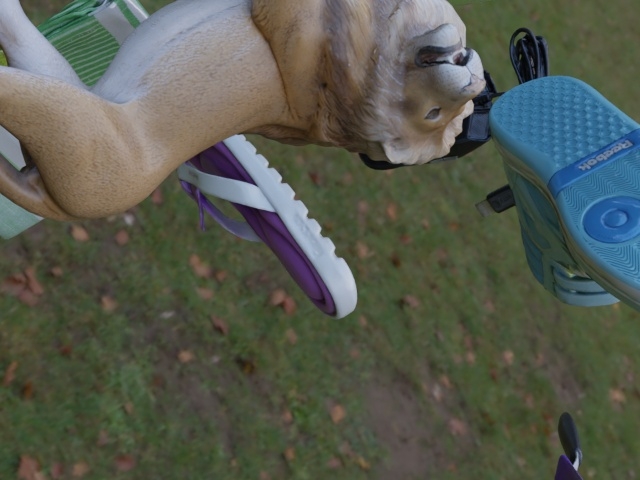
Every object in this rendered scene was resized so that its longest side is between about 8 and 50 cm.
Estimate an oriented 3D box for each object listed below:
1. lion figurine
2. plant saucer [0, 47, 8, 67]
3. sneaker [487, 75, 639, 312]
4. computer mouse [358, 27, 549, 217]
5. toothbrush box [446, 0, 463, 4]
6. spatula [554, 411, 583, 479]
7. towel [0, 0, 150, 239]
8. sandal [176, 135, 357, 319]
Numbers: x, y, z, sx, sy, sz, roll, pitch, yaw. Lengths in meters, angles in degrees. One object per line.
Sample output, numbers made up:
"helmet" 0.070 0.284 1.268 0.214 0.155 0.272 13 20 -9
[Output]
"lion figurine" -0.085 -0.106 0.766 0.142 0.392 0.240 46 -23 58
"plant saucer" -0.342 -0.132 0.968 0.188 0.188 0.045 -15 108 -36
"sneaker" 0.262 0.007 1.026 0.319 0.127 0.208 -112 180 -53
"computer mouse" 0.160 -0.105 1.306 0.060 0.262 0.184 10 65 -50
"toothbrush box" 0.195 -0.366 1.472 0.283 0.206 0.122 -24 107 -66
"spatula" 0.275 0.251 1.302 0.296 0.030 0.084 -42 139 -73
"towel" -0.298 -0.135 1.337 0.248 0.325 0.038 49 15 -50
"sandal" -0.112 -0.049 1.549 0.416 0.102 0.169 45 -22 23
